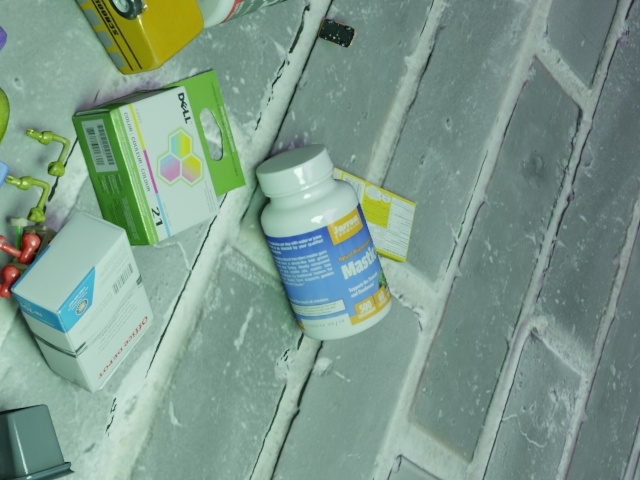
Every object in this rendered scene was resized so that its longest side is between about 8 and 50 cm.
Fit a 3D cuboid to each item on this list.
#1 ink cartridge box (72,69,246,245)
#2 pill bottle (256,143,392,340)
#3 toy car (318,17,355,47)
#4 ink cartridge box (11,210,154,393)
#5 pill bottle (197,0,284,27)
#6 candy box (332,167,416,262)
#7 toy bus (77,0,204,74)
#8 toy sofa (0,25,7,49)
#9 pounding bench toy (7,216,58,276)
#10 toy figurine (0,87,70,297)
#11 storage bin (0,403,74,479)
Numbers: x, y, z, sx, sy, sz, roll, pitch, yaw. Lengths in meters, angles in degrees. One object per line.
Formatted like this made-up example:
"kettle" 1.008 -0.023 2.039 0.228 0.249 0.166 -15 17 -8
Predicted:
"ink cartridge box" -0.191 -0.124 1.628 0.255 0.097 0.189 -27 109 -40
"pill bottle" 0.000 0.000 1.774 0.152 0.152 0.272 -35 114 -38
"toy car" 0.031 -0.368 1.875 0.040 0.060 0.122 -21 114 -75
"ink cartridge box" -0.294 0.080 1.482 0.140 0.082 0.191 -55 157 -30
"pill bottle" -0.092 -0.412 1.675 0.283 0.161 0.161 -30 110 -42
"candy box" 0.076 -0.040 1.935 0.206 0.027 0.105 22 78 -42
"toy bus" -0.278 -0.385 1.520 0.108 0.130 0.333 -46 120 -32
"toy sofa" -0.486 -0.227 1.305 0.362 0.150 0.177 -41 116 -36
"pounding bench toy" -0.366 0.015 1.488 0.083 0.052 0.065 34 67 -39
"toy figurine" -0.382 -0.048 1.329 0.191 0.217 0.363 31 62 -20
"storage bin" -0.377 0.253 1.432 0.098 0.135 0.091 -11 86 -43
